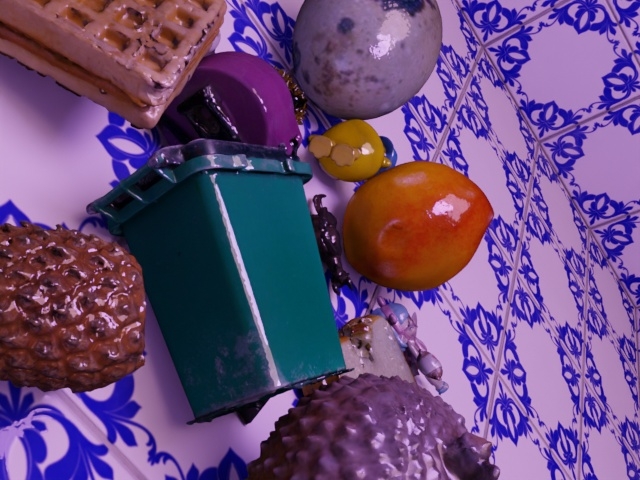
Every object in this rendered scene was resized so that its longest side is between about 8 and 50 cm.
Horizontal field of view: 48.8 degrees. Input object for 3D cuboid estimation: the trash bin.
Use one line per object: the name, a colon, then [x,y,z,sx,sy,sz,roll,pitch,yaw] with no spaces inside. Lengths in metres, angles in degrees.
trash bin: [-0.135,0.055,1.045,0.295,0.259,0.381,-2,68,-51]

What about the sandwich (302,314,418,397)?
sandwich: [0.082,0.283,1.367,0.273,0.095,0.248,-23,91,-58]

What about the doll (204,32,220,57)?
doll: [-0.282,-0.391,1.275,0.257,0.117,0.182,14,52,-47]

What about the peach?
peach: [0.212,-0.035,1.554,0.289,0.308,0.288,24,60,-51]

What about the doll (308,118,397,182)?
doll: [0.076,-0.209,1.636,0.199,0.145,0.363,25,12,15]

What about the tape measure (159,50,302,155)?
tape measure: [-0.156,-0.197,1.223,0.245,0.232,0.149,56,35,-12]

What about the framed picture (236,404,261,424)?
framed picture: [-0.114,0.125,1.273,0.265,0.016,0.347,58,35,-10]

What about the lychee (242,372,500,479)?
lychee: [0.061,0.385,0.979,0.380,0.432,0.380,41,26,-25]

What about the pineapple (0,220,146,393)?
pineapple: [-0.387,0.069,0.790,0.362,0.202,0.202,12,60,-38]

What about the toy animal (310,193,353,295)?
toy animal: [0.000,0.000,1.471,0.148,0.085,0.232,40,31,-64]

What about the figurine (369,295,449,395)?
figurine: [0.197,0.250,1.534,0.260,0.103,0.205,54,10,-24]

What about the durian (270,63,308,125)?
durian: [-0.110,-0.259,1.394,0.193,0.138,0.237,32,41,-42]

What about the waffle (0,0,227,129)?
waffle: [-0.353,-0.341,1.027,0.376,0.114,0.261,27,51,-10]

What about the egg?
egg: [0.102,-0.462,1.653,0.345,0.345,0.428,51,52,-21]
